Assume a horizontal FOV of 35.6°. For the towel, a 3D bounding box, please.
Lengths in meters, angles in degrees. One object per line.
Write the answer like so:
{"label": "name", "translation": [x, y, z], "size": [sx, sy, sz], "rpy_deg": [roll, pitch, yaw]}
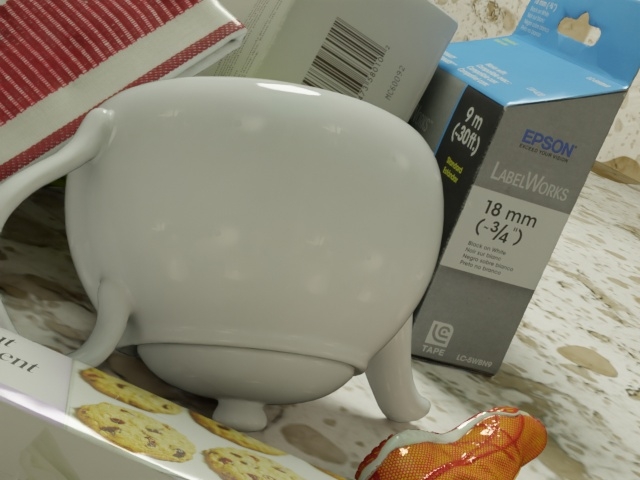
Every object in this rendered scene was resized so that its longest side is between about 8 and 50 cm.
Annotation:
{"label": "towel", "translation": [-0.242, -0.189, 0.705], "size": [0.329, 0.237, 0.037], "rpy_deg": [47, -19, 17]}

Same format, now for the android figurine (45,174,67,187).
{"label": "android figurine", "translation": [-0.146, -0.074, 0.804], "size": [0.273, 0.056, 0.248], "rpy_deg": [2, -12, 27]}

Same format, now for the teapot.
{"label": "teapot", "translation": [-0.048, 0.022, 0.615], "size": [0.256, 0.187, 0.252], "rpy_deg": [5, -14, 4]}

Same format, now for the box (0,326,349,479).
{"label": "box", "translation": [-0.094, 0.110, 0.464], "size": [0.324, 0.063, 0.067], "rpy_deg": [23, 15, 6]}

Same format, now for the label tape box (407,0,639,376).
{"label": "label tape box", "translation": [0.140, -0.085, 0.903], "size": [0.106, 0.333, 0.240], "rpy_deg": [16, 17, -19]}

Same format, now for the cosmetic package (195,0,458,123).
{"label": "cosmetic package", "translation": [-0.048, -0.170, 1.007], "size": [0.155, 0.197, 0.365], "rpy_deg": [29, -3, -24]}

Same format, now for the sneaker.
{"label": "sneaker", "translation": [0.090, 0.147, 0.613], "size": [0.175, 0.064, 0.067], "rpy_deg": [-5, 50, -48]}
